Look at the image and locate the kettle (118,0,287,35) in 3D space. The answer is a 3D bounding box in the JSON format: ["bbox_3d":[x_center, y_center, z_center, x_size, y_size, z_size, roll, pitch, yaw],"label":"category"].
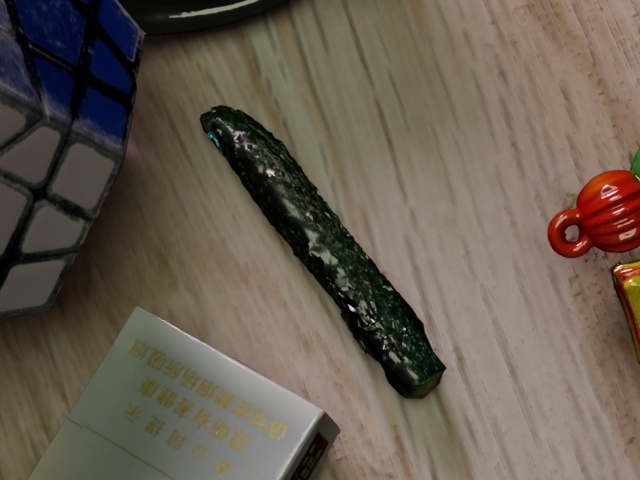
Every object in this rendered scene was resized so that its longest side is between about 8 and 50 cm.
[{"bbox_3d":[-0.076,-0.245,1.164,0.232,0.202,0.144,-13,39,-2],"label":"kettle"}]

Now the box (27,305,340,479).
[{"bbox_3d":[-0.115,0.184,1.103,0.155,0.067,0.243,26,79,21],"label":"box"}]

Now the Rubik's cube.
[{"bbox_3d":[-0.268,-0.086,1.098,0.264,0.319,0.319,-27,71,28],"label":"Rubik's cube"}]

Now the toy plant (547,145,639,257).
[{"bbox_3d":[0.279,-0.042,1.116,0.154,0.088,0.240,41,92,-9],"label":"toy plant"}]

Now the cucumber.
[{"bbox_3d":[0.000,0.000,1.160,0.044,0.043,0.257,-35,73,-9],"label":"cucumber"}]

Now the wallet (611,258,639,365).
[{"bbox_3d":[0.316,0.043,1.083,0.241,0.067,0.141,-17,110,2],"label":"wallet"}]
